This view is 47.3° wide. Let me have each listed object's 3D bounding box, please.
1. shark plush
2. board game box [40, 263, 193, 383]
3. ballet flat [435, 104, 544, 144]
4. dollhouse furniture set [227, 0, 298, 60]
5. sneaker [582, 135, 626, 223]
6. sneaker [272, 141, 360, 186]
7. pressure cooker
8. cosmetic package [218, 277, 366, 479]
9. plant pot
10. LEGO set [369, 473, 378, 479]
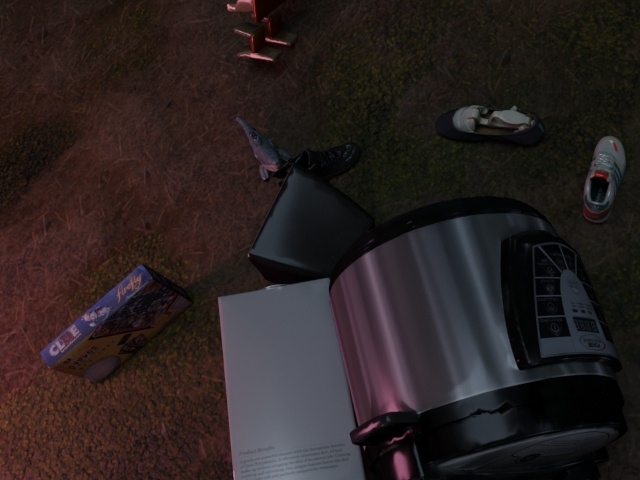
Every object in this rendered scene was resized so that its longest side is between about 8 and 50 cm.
[{"bbox_3d":[-0.115,-0.198,1.466,0.073,0.067,0.161,-28,65,6],"label":"shark plush"},{"bbox_3d":[-0.373,0.159,1.362,0.243,0.165,0.042,-41,64,-1],"label":"board game box"},{"bbox_3d":[0.307,-0.219,1.341,0.203,0.074,0.074,11,74,21],"label":"ballet flat"},{"bbox_3d":[-0.075,-0.532,1.491,0.135,0.262,0.259,15,44,20],"label":"dollhouse furniture set"},{"bbox_3d":[0.484,-0.113,1.241,0.057,0.075,0.161,14,75,21],"label":"sneaker"},{"bbox_3d":[-0.005,-0.148,1.401,0.170,0.089,0.051,-32,64,4],"label":"sneaker"},{"bbox_3d":[0.224,0.195,1.045,0.369,0.375,0.421,-15,62,4],"label":"pressure cooker"},{"bbox_3d":[-0.045,0.262,1.166,0.196,0.155,0.366,-8,58,-1],"label":"cosmetic package"},{"bbox_3d":[0.000,0.000,1.304,0.166,0.187,0.188,22,78,12],"label":"plant pot"},{"bbox_3d":[0.102,0.394,1.207,0.054,0.023,0.083,4,58,16],"label":"LEGO set"}]
